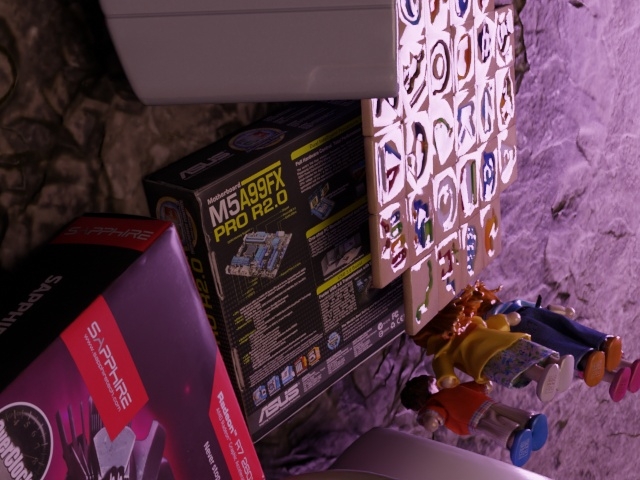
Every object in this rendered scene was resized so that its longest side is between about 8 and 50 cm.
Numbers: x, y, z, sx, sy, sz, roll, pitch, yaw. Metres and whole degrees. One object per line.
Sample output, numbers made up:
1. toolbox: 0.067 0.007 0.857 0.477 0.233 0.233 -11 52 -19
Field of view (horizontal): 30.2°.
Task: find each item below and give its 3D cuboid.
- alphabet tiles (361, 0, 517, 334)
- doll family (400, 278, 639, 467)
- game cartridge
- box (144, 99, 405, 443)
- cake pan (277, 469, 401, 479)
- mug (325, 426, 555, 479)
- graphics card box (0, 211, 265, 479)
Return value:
1. alphabet tiles: 0.109 -0.093 0.990 0.342 0.011 0.285 -33 122 -59
2. doll family: 0.179 0.093 1.092 0.263 0.163 0.118 -17 118 -43
3. game cartridge: -0.052 -0.231 0.732 0.198 0.062 0.297 -4 107 -3
4. box: 0.000 0.000 0.947 0.270 0.060 0.216 -33 123 -38
5. cake pan: 0.008 0.306 0.812 0.293 0.293 0.054 -61 151 -15
6. mug: 0.097 0.348 1.008 0.374 0.276 0.328 31 73 -55
7. graphics card box: -0.184 0.175 0.712 0.371 0.094 0.232 -48 133 -45
